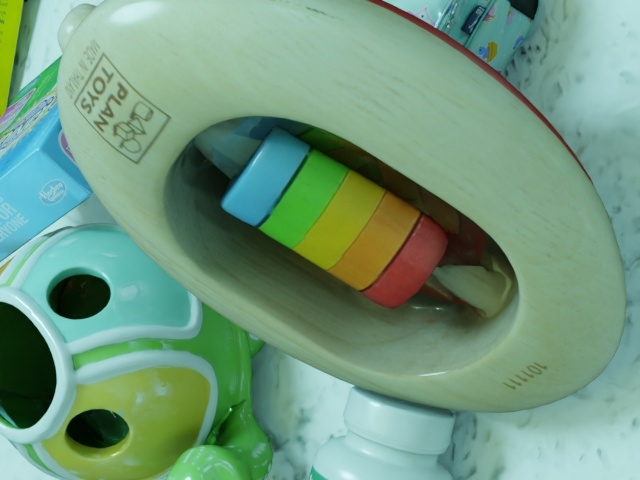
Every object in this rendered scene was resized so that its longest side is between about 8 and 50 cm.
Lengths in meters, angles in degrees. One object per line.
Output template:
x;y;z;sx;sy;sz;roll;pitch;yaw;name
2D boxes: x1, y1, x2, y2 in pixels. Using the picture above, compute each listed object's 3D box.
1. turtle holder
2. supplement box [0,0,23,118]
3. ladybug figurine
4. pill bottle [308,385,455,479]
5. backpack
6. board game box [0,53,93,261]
-0.192;0.134;0.960;0.243;0.227;0.320;-29;76;27;turtle holder
-0.516;-0.252;1.298;0.194;0.195;0.356;16;99;39;supplement box
0.022;-0.046;0.752;0.305;0.449;0.161;-44;17;44;ladybug figurine
0.041;0.229;0.834;0.118;0.118;0.208;17;94;40;pill bottle
0.066;-0.162;0.864;0.166;0.144;0.188;35;111;32;backpack
-0.278;-0.109;1.073;0.242;0.064;0.316;-30;28;32;board game box
